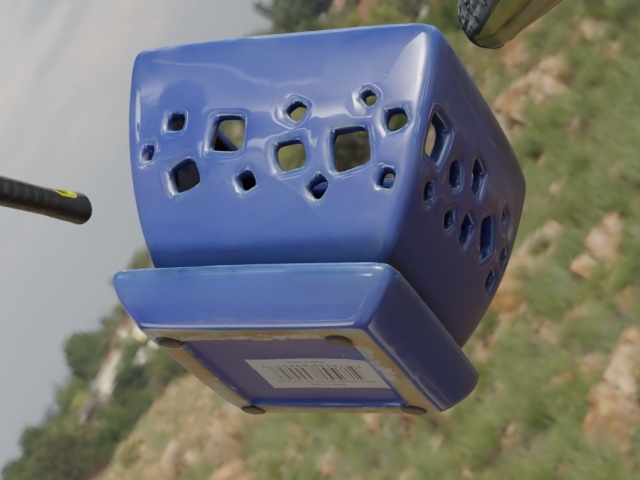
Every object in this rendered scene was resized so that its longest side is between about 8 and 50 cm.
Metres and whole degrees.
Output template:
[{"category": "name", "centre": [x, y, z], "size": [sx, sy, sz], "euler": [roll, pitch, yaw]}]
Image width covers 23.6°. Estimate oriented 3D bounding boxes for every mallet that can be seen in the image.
[{"category": "mallet", "centre": [-0.175, -0.033, 0.647], "size": [0.189, 0.062, 0.039], "euler": [12, -74, -60]}]

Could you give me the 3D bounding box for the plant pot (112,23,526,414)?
[{"category": "plant pot", "centre": [0.000, 0.000, 1.091], "size": [0.236, 0.236, 0.212], "euler": [50, -137, -55]}]

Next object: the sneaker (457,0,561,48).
[{"category": "sneaker", "centre": [0.235, -0.221, 0.745], "size": [0.410, 0.182, 0.158], "euler": [-44, 23, 26]}]
